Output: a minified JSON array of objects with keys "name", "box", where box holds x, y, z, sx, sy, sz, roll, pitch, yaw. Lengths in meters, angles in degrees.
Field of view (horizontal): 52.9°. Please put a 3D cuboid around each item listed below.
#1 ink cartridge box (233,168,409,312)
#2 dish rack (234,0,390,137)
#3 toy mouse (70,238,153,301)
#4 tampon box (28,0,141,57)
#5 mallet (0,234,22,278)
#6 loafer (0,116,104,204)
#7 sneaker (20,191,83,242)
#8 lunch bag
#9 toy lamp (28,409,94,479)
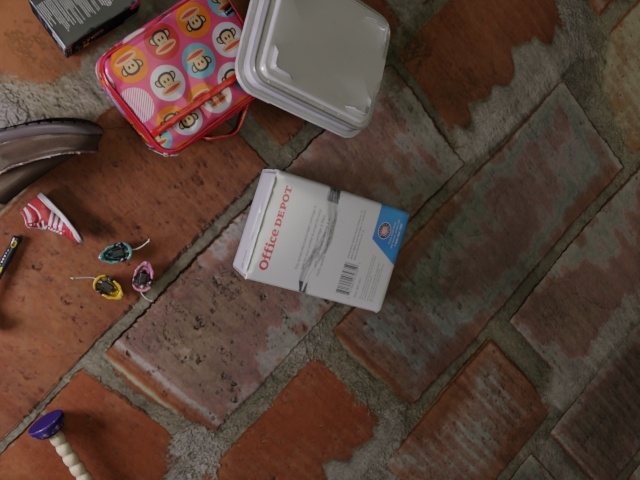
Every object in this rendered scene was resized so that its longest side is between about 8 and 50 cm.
[{"name":"ink cartridge box","box":[0.000,0.000,1.350,0.308,0.129,0.223,17,92,-21]},{"name":"dish rack","box":[0.008,-0.381,1.273,0.333,0.072,0.285,18,81,-38]},{"name":"toy mouse","box":[-0.381,0.053,1.273,0.161,0.031,0.143,34,86,-21]},{"name":"tampon box","box":[-0.417,-0.418,1.147,0.161,0.120,0.101,-37,107,-11]},{"name":"mallet","box":[-0.617,0.075,1.193,0.062,0.039,0.189,20,86,-19]},{"name":"loafer","box":[-0.562,-0.132,1.142,0.366,0.134,0.130,-14,106,-8]},{"name":"sneaker","box":[-0.508,-0.027,1.211,0.067,0.042,0.118,-43,101,-14]},{"name":"lunch bag","box":[-0.247,-0.305,1.232,0.293,0.120,0.258,-40,113,-13]},{"name":"toy lamp","box":[-0.471,0.466,1.273,0.080,0.080,0.274,-32,107,-13]}]
